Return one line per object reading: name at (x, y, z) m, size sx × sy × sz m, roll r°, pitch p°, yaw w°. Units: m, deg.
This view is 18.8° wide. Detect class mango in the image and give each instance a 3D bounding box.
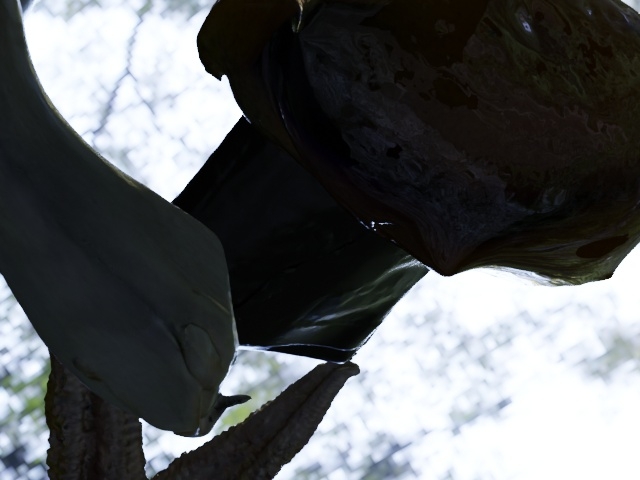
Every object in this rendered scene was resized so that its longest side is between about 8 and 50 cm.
mango at (0.081, -0.070, 1.037) m, size 0.287 × 0.152 × 0.201 m, roll 9°, pitch -113°, yaw -35°

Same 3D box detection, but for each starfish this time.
starfish at (-0.162, 0.220, 1.486) m, size 0.398 × 0.384 × 0.132 m, roll 25°, pitch -158°, yaw 29°

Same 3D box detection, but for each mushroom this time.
mushroom at (-0.123, -0.027, 0.900) m, size 0.278 × 0.096 × 0.099 m, roll 55°, pitch 170°, yaw -7°

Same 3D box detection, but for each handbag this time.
handbag at (0.000, 0.000, 1.249) m, size 0.247 × 0.223 × 0.080 m, roll 9°, pitch -142°, yaw -49°

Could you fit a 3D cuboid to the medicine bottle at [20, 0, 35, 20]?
medicine bottle at (-0.276, -0.153, 1.175) m, size 0.157 × 0.157 × 0.289 m, roll 50°, pitch -124°, yaw -11°
